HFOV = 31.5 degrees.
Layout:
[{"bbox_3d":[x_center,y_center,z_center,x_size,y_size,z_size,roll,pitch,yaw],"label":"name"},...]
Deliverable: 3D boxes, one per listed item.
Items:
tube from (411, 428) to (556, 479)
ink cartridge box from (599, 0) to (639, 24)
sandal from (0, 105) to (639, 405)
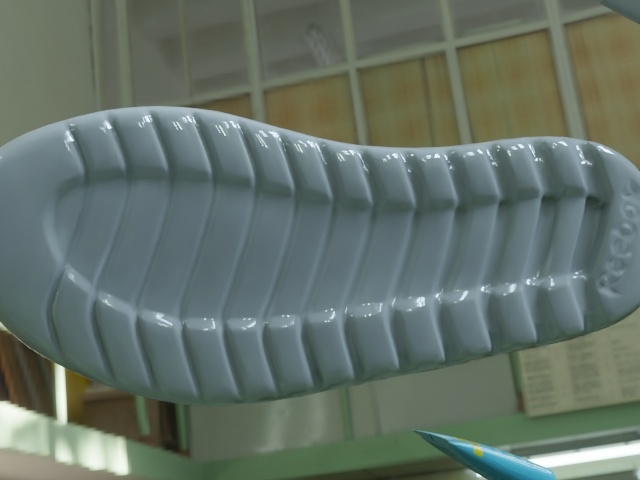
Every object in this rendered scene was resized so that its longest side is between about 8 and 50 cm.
[{"bbox_3d":[0.218,0.291,1.489,0.207,0.052,0.080,27,-17,-27],"label":"tube"},{"bbox_3d":[0.399,-0.244,0.803,0.130,0.272,0.309,-10,-48,-61],"label":"ink cartridge box"},{"bbox_3d":[-0.001,0.016,0.691,0.416,0.169,0.102,2,-7,-7],"label":"sandal"}]
